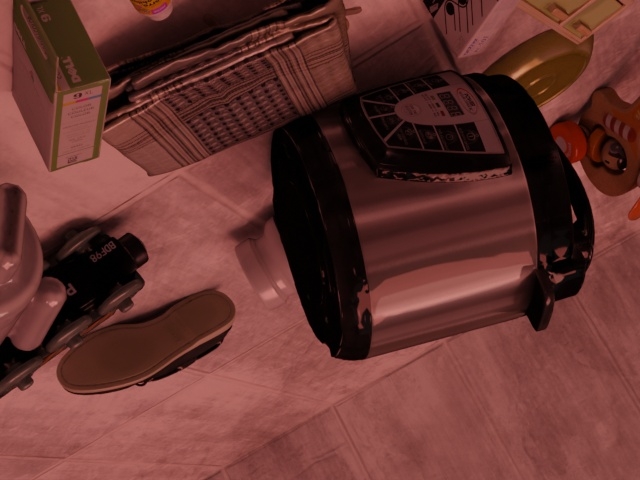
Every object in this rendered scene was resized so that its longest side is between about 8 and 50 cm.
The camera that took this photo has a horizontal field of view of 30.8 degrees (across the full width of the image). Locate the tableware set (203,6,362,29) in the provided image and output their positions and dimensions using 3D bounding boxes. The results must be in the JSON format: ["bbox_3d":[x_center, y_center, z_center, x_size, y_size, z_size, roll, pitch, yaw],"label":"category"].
[{"bbox_3d":[-0.058,-0.246,1.381,0.194,0.039,0.128,-15,166,-23],"label":"tableware set"}]

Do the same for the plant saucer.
[{"bbox_3d":[0.351,-0.265,1.912,0.241,0.037,0.241,-26,161,-9],"label":"plant saucer"}]

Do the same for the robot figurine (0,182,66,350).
[{"bbox_3d":[-0.457,0.060,1.370,0.300,0.199,0.353,18,139,-24],"label":"robot figurine"}]

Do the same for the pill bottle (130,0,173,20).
[{"bbox_3d":[-0.175,-0.255,1.177,0.043,0.043,0.083,-28,162,1],"label":"pill bottle"}]

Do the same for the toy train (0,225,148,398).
[{"bbox_3d":[-0.392,0.108,1.648,0.334,0.142,0.190,-39,179,-24],"label":"toy train"}]

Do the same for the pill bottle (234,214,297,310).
[{"bbox_3d":[0.000,0.000,1.938,0.265,0.153,0.153,-29,162,5],"label":"pill bottle"}]

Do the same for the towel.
[{"bbox_3d":[-0.104,-0.174,1.390,0.312,0.056,0.324,-21,167,2],"label":"towel"}]

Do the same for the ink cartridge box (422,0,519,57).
[{"bbox_3d":[0.207,-0.329,1.439,0.046,0.097,0.207,-17,158,-30],"label":"ink cartridge box"}]

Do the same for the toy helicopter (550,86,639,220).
[{"bbox_3d":[0.578,-0.194,2.110,0.140,0.235,0.355,-19,160,-24],"label":"toy helicopter"}]

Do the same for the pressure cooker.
[{"bbox_3d":[0.166,-0.048,1.653,0.421,0.369,0.375,-13,-175,-11],"label":"pressure cooker"}]

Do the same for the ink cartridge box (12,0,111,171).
[{"bbox_3d":[-0.263,-0.171,1.174,0.062,0.109,0.209,-20,160,-23],"label":"ink cartridge box"}]

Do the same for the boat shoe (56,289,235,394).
[{"bbox_3d":[-0.308,0.202,2.083,0.340,0.127,0.113,-29,152,-28],"label":"boat shoe"}]

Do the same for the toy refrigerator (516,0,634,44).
[{"bbox_3d":[0.325,-0.348,1.562,0.102,0.094,0.269,-37,160,23],"label":"toy refrigerator"}]
